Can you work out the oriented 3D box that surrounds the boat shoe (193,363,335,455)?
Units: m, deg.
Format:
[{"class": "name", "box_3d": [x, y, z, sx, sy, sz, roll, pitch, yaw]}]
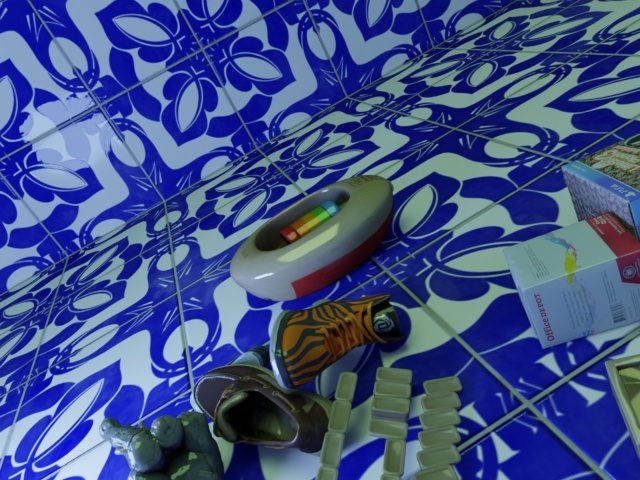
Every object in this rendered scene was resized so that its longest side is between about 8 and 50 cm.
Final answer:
[{"class": "boat shoe", "box_3d": [-0.125, 0.284, 0.919, 0.342, 0.123, 0.123, 7, 83, 43]}]

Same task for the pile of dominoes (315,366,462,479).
[{"class": "pile of dominoes", "box_3d": [0.107, 0.297, 0.799, 0.196, 0.040, 0.251, 3, 36, 13]}]

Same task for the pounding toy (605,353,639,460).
[{"class": "pounding toy", "box_3d": [0.430, 0.190, 0.649, 0.130, 0.100, 0.141, -19, 38, 20]}]

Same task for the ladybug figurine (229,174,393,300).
[{"class": "ladybug figurine", "box_3d": [0.000, 0.000, 1.306, 0.450, 0.161, 0.305, -32, 26, -6]}]

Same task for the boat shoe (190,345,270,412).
[{"class": "boat shoe", "box_3d": [-0.177, 0.282, 1.096, 0.183, 0.065, 0.083, -37, -7, 15]}]

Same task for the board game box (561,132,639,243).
[{"class": "board game box", "box_3d": [0.603, -0.096, 0.891, 0.291, 0.141, 0.232, -24, 19, 8]}]

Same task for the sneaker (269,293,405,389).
[{"class": "sneaker", "box_3d": [0.043, 0.154, 0.948, 0.180, 0.124, 0.321, -14, 7, 23]}]

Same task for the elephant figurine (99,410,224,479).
[{"class": "elephant figurine", "box_3d": [-0.266, 0.373, 0.922, 0.170, 0.185, 0.239, -4, -18, -32]}]

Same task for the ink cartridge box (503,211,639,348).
[{"class": "ink cartridge box", "box_3d": [0.399, 0.062, 0.846, 0.176, 0.128, 0.127, -21, 27, 14]}]
